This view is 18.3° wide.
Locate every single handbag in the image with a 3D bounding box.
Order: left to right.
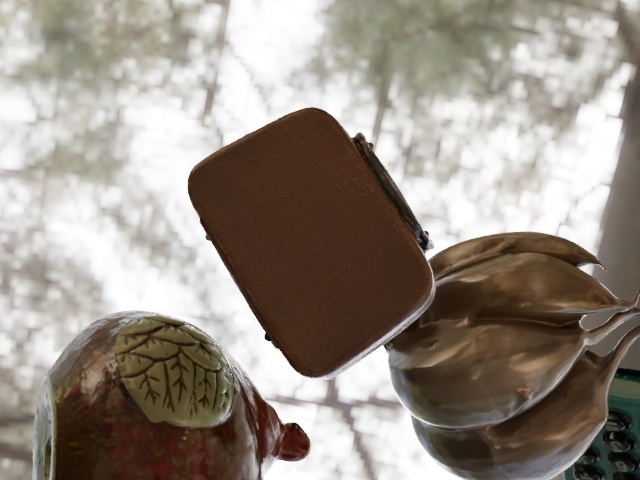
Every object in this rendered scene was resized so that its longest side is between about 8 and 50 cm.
[{"bbox_3d":[0.000,0.000,1.530,0.193,0.151,0.072,61,-178,9],"label":"handbag"}]

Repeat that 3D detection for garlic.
[{"bbox_3d":[0.180,0.113,1.970,0.292,0.210,0.237,9,-122,37],"label":"garlic"}]

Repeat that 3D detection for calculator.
[{"bbox_3d":[0.371,0.255,2.139,0.248,0.274,0.058,6,-140,34],"label":"calculator"}]

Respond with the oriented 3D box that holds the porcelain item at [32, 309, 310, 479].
[{"bbox_3d":[-0.112,0.175,1.596,0.253,0.253,0.253,10,-154,-5],"label":"porcelain item"}]
